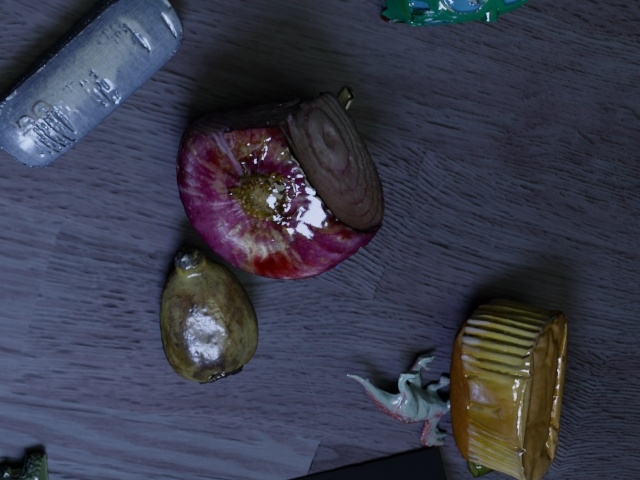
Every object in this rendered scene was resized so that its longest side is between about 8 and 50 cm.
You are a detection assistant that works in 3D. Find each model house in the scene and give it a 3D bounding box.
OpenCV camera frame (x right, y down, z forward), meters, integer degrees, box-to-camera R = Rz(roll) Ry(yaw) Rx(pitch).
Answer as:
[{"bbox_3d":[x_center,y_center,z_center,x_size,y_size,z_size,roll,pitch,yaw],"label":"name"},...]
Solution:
[{"bbox_3d":[-0.434,0.345,1.395,0.083,0.066,0.079,1,120,-4],"label":"model house"}]

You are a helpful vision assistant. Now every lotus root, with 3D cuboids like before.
[{"bbox_3d":[-0.160,0.103,1.376,0.138,0.138,0.214,-14,112,-17],"label":"lotus root"}]

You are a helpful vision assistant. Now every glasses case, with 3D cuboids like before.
[{"bbox_3d":[-0.296,-0.209,1.240,0.282,0.067,0.109,-42,121,-2],"label":"glasses case"}]

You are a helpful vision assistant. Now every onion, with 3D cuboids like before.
[{"bbox_3d":[-0.063,-0.068,1.297,0.230,0.272,0.256,-23,79,21],"label":"onion"}]

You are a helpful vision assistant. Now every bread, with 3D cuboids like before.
[{"bbox_3d":[0.295,0.241,1.573,0.204,0.156,0.288,-27,119,-50],"label":"bread"}]

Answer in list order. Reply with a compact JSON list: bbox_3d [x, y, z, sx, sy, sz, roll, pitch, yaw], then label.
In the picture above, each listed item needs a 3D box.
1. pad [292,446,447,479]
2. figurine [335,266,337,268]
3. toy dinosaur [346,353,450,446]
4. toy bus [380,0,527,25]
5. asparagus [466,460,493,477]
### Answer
[{"bbox_3d":[0.056,0.493,1.586,0.367,0.007,0.248,-9,76,-18],"label":"pad"},{"bbox_3d":[0.000,0.000,1.428,0.114,0.079,0.114,1,105,5],"label":"figurine"},{"bbox_3d":[0.133,0.263,1.590,0.242,0.053,0.167,7,113,-33],"label":"toy dinosaur"},{"bbox_3d":[0.173,-0.446,1.275,0.183,0.199,0.344,-17,116,-17],"label":"toy bus"},{"bbox_3d":[0.341,0.371,1.724,0.178,0.041,0.045,-16,122,-17],"label":"asparagus"}]
